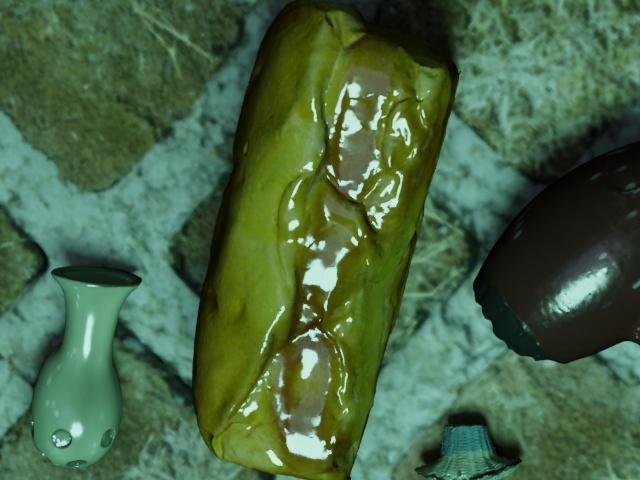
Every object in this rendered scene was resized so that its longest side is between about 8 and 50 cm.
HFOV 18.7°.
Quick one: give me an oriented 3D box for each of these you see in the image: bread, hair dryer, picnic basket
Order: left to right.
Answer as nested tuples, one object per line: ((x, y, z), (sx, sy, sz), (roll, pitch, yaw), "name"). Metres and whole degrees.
((-0.006, -0.001, 1.412), (0.148, 0.195, 0.344), (15, 100, 4), "bread")
((0.113, 0.180, 1.480), (0.083, 0.065, 0.083), (-3, 82, 8), "picnic basket")
((0.305, 0.069, 1.365), (0.312, 0.123, 0.340), (-32, 77, 7), "hair dryer")

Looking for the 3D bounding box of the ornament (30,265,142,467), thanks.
((-0.188, 0.101, 1.530), (0.074, 0.081, 0.156), (4, 101, -26), "ornament")
